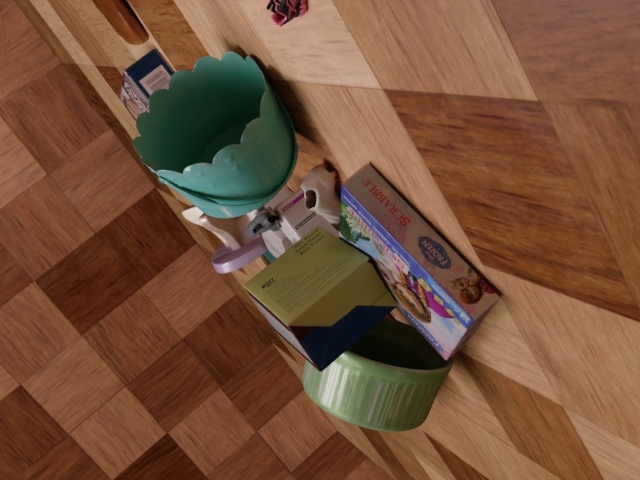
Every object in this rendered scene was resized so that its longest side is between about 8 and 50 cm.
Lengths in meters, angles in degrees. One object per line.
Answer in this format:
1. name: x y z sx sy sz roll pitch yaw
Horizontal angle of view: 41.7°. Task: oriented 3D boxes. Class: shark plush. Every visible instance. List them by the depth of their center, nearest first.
1. shark plush: -0.117 -0.030 1.787 0.073 0.067 0.161 57 166 -18

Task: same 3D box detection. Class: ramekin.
1. ramekin: 0.109 0.269 1.746 0.303 0.148 0.303 15 -166 -4

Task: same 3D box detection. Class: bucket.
1. bucket: -0.184 -0.188 1.566 0.281 0.281 0.183 39 171 40

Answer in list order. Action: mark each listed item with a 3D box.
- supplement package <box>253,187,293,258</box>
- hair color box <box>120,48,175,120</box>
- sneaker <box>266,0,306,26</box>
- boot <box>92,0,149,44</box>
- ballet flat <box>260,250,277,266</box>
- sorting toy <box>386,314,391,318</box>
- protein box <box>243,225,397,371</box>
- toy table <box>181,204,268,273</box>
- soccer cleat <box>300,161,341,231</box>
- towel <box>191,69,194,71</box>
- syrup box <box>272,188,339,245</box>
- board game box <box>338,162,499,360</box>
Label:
1. supplement package: -0.073 -0.021 1.994 0.105 0.105 0.179 43 165 26
2. hair color box: -0.434 -0.367 2.226 0.174 0.105 0.347 52 167 -6
3. sneaker: -0.050 -0.339 1.163 0.047 0.057 0.119 48 165 18
4. boot: -0.547 -0.616 2.031 0.264 0.096 0.280 28 163 39
5. ballet flat: -0.078 0.091 2.246 0.124 0.116 0.342 48 -176 -48
6. sorting toy: 0.179 0.288 2.052 0.257 0.089 0.255 46 166 14
7. protein box: -0.003 0.108 1.629 0.201 0.200 0.136 33 159 55
8. toy table: -0.214 -0.047 2.146 0.274 0.252 0.161 -73 -39 -67
9. soccer cleat: 0.006 -0.074 1.657 0.068 0.076 0.196 41 164 34
10. towel: -0.208 -0.293 1.871 0.197 0.029 0.144 41 164 42
11. syrup box: 0.000 0.000 1.833 0.237 0.096 0.093 53 165 -4
12. board game box: 0.160 0.051 1.516 0.319 0.066 0.318 47 167 16
